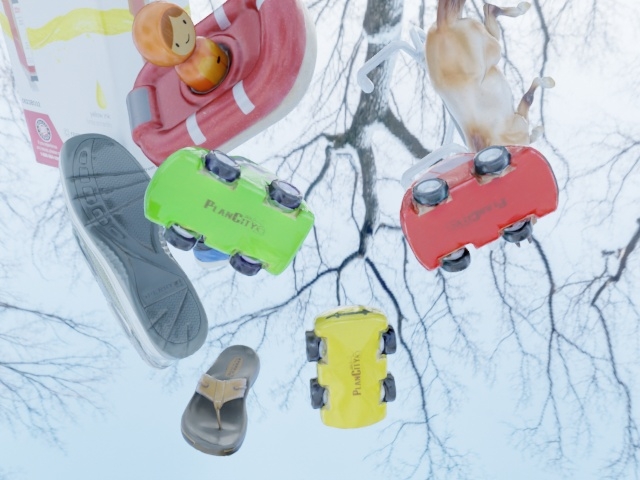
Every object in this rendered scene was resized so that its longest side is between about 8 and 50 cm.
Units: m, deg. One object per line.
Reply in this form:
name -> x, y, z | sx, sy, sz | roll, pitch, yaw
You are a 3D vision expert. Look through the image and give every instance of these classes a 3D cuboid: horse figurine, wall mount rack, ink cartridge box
horse figurine -> 0.159, -0.148, 0.604 | 0.066, 0.263, 0.174 | -2, -146, 44
wall mount rack -> 0.198, -0.140, 0.975 | 0.130, 0.304, 0.350 | -36, -126, 27
ink cartridge box -> -0.331, -0.298, 0.959 | 0.279, 0.385, 0.160 | 16, -148, 37

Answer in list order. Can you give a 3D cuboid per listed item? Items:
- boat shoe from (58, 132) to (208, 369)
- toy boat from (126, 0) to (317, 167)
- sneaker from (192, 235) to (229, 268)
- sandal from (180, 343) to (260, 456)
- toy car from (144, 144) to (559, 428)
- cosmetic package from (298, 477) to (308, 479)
boat shoe -> -0.253, 0.014, 0.841 | 0.118, 0.103, 0.321 | -24, -97, -43
toy boat -> -0.121, -0.180, 0.648 | 0.231, 0.151, 0.151 | -29, -121, 20
sneaker -> -0.113, -0.014, 0.942 | 0.152, 0.085, 0.058 | -15, -123, -11
sandal -> -0.128, 0.200, 0.884 | 0.089, 0.060, 0.219 | 10, -152, 6
toy car -> 0.000, 0.000, 0.418 | 0.225, 0.053, 0.239 | 26, -68, -19
cosmetic package -> -0.011, 0.385, 0.774 | 0.113, 0.309, 0.160 | 22, -105, 6
